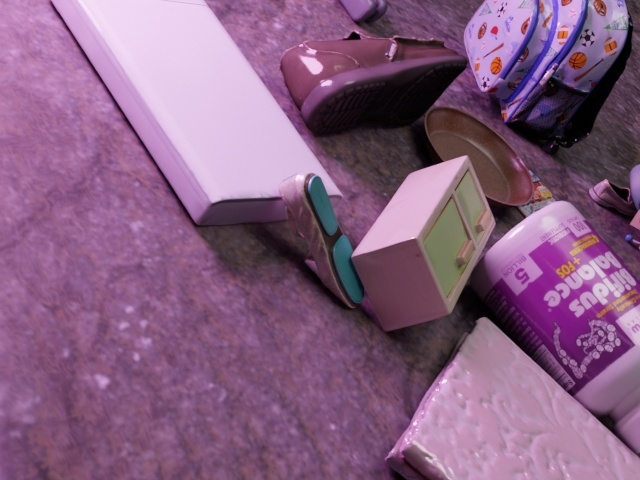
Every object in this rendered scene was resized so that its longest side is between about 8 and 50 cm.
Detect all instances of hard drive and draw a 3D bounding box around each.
[{"bbox_3d":[-0.145,-0.169,1.511,0.233,0.047,0.353,-5,55,-52],"label":"hard drive"}]

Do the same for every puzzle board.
[{"bbox_3d":[0.324,-0.066,1.965,0.096,0.011,0.128,51,32,15],"label":"puzzle board"}]

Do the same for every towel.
[{"bbox_3d":[0.239,0.261,1.405,0.317,0.053,0.332,43,29,2],"label":"towel"}]

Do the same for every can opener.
[{"bbox_3d":[0.025,-0.480,2.029,0.283,0.095,0.076,57,32,11],"label":"can opener"}]

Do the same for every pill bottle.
[{"bbox_3d":[0.339,0.112,1.595,0.301,0.169,0.169,51,31,16],"label":"pill bottle"}]

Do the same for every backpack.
[{"bbox_3d":[0.376,-0.335,2.120,0.213,0.263,0.276,21,37,-32],"label":"backpack"}]

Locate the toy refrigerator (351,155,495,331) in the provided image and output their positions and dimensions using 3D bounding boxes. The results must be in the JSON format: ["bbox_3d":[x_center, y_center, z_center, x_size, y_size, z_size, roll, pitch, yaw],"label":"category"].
[{"bbox_3d":[0.133,-0.003,1.544,0.102,0.094,0.269,66,26,-14],"label":"toy refrigerator"}]

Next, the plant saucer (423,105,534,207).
[{"bbox_3d":[0.223,-0.114,1.875,0.198,0.036,0.199,25,35,-20],"label":"plant saucer"}]

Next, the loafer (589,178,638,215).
[{"bbox_3d":[0.502,-0.073,2.153,0.125,0.039,0.045,13,40,-40],"label":"loafer"}]

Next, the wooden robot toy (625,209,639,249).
[{"bbox_3d":[0.563,0.028,2.072,0.079,0.076,0.173,25,33,-47],"label":"wooden robot toy"}]

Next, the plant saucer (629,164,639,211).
[{"bbox_3d":[0.569,-0.041,2.079,0.195,0.037,0.195,40,-15,13],"label":"plant saucer"}]

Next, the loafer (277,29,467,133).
[{"bbox_3d":[0.078,-0.243,1.778,0.130,0.134,0.366,52,31,16],"label":"loafer"}]

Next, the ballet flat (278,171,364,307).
[{"bbox_3d":[0.000,0.000,1.442,0.057,0.052,0.168,-43,118,-54],"label":"ballet flat"}]
